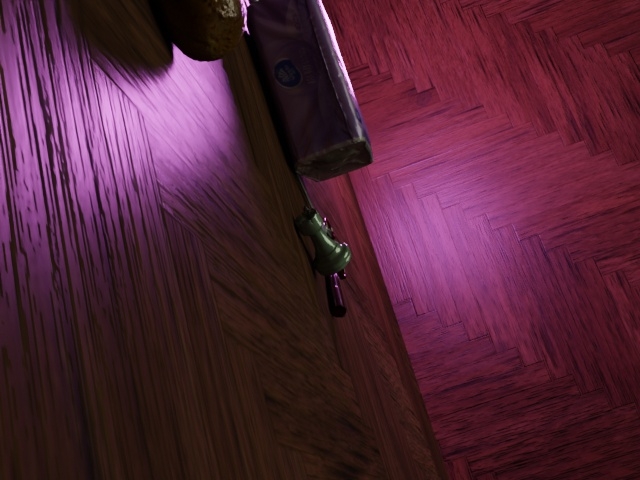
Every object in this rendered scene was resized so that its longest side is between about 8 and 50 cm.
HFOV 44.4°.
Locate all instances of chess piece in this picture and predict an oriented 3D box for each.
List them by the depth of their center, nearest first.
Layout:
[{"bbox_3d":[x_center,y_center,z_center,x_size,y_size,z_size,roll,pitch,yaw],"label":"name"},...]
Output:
[{"bbox_3d":[0.000,0.000,1.276,0.103,0.067,0.067,57,12,-26],"label":"chess piece"}]

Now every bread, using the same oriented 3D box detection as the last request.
[{"bbox_3d":[-0.145,-0.329,0.906,0.124,0.084,0.344,65,8,-45],"label":"bread"}]

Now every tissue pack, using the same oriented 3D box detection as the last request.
[{"bbox_3d":[-0.018,-0.296,1.550,0.242,0.160,0.338,29,42,-79],"label":"tissue pack"}]

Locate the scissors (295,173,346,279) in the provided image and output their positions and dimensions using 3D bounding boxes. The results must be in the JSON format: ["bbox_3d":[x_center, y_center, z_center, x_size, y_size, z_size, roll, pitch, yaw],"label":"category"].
[{"bbox_3d":[-0.001,-0.031,1.554,0.248,0.017,0.144,59,12,-54],"label":"scissors"}]

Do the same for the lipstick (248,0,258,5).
[{"bbox_3d":[-0.140,-0.510,1.735,0.030,0.030,0.129,-81,152,-77],"label":"lipstick"}]

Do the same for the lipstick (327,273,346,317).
[{"bbox_3d":[0.024,0.077,1.386,0.176,0.027,0.027,-100,169,-61],"label":"lipstick"}]
